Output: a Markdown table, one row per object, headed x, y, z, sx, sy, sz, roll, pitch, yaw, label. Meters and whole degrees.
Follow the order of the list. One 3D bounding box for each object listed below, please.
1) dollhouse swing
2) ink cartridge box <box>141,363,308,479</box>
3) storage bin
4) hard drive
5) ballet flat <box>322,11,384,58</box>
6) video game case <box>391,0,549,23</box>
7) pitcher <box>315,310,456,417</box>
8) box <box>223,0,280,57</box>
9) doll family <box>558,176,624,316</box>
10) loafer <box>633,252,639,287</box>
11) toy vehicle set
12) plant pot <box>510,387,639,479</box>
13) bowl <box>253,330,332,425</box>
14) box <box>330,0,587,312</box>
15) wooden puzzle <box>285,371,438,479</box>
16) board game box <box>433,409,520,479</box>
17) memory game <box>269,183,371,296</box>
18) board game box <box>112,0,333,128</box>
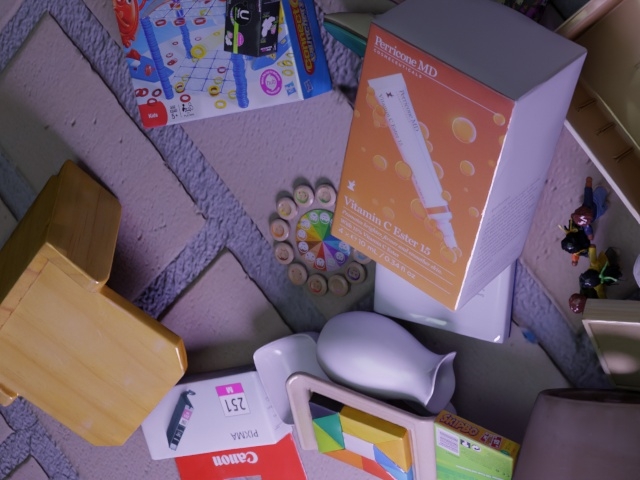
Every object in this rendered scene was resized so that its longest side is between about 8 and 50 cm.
| x | y | z | sx | sy | sz | roll | pitch | yaw | label |
| --- | --- | --- | --- | --- | --- | --- | --- | --- | --- |
| -0.397 | 0.119 | 2.213 | 0.305 | 0.315 | 0.347 | 27 | 125 | -20 | dollhouse swing |
| -0.169 | 0.339 | 2.173 | 0.275 | 0.060 | 0.239 | -13 | 97 | 33 | ink cartridge box |
| 0.436 | -0.203 | 1.597 | 0.260 | 0.123 | 0.262 | -40 | 82 | 34 | storage bin |
| 0.183 | -0.028 | 1.854 | 0.210 | 0.040 | 0.318 | 13 | 112 | 28 | hard drive |
| 0.116 | -0.263 | 1.804 | 0.248 | 0.086 | 0.086 | 38 | 121 | 18 | ballet flat |
| 0.204 | -0.377 | 1.694 | 0.232 | 0.042 | 0.210 | 29 | 99 | 21 | video game case |
| 0.105 | 0.198 | 1.934 | 0.207 | 0.125 | 0.177 | 19 | 145 | 29 | pitcher |
| -0.096 | -0.305 | 1.824 | 0.062 | 0.052 | 0.083 | 14 | 111 | 28 | box |
| 0.357 | 0.012 | 1.719 | 0.076 | 0.111 | 0.193 | -12 | 98 | 33 | doll family |
| 0.528 | -0.031 | 1.584 | 0.319 | 0.111 | 0.112 | -39 | 59 | 25 | loafer |
| 0.488 | 0.144 | 1.672 | 0.267 | 0.035 | 0.166 | 2 | 142 | 31 | toy vehicle set |
| 0.375 | 0.345 | 1.721 | 0.323 | 0.323 | 0.280 | 2 | 90 | 31 | plant pot |
| -0.024 | 0.212 | 2.044 | 0.142 | 0.053 | 0.142 | -21 | 94 | 40 | bowl |
| 0.166 | -0.119 | 1.648 | 0.215 | 0.168 | 0.345 | 33 | 136 | 24 | box |
| 0.067 | 0.298 | 1.951 | 0.239 | 0.044 | 0.221 | 15 | 145 | 19 | wooden puzzle |
| 0.228 | 0.350 | 1.889 | 0.124 | 0.039 | 0.259 | 22 | 144 | 24 | board game box |
| 0.000 | 0.000 | 1.991 | 0.186 | 0.012 | 0.186 | 10 | 110 | 28 | memory game |
| -0.161 | -0.340 | 1.937 | 0.308 | 0.086 | 0.302 | -7 | 102 | 33 | board game box |
